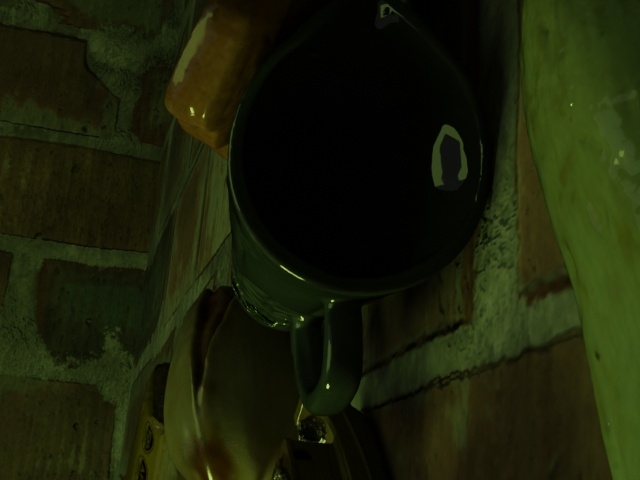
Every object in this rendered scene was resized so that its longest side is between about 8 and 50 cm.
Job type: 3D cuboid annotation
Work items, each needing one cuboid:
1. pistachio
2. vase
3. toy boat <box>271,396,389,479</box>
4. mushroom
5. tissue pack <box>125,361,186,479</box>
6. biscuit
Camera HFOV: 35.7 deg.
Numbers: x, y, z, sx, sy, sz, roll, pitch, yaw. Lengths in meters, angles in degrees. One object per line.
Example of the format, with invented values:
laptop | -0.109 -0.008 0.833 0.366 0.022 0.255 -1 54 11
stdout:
pistachio | -0.076 0.130 0.902 0.144 0.144 0.215 117 155 -49
vase | 0.000 0.000 0.699 0.301 0.156 0.251 125 148 -72
toy boat | 0.005 0.174 0.676 0.200 0.077 0.057 -103 26 -56
mushroom | 0.122 -0.016 0.346 0.100 0.081 0.312 108 163 -57
tissue pack | -0.144 0.288 1.059 0.192 0.134 0.271 -130 52 -72
biscuit | -0.009 -0.146 0.712 0.202 0.047 0.334 -59 -8 24
